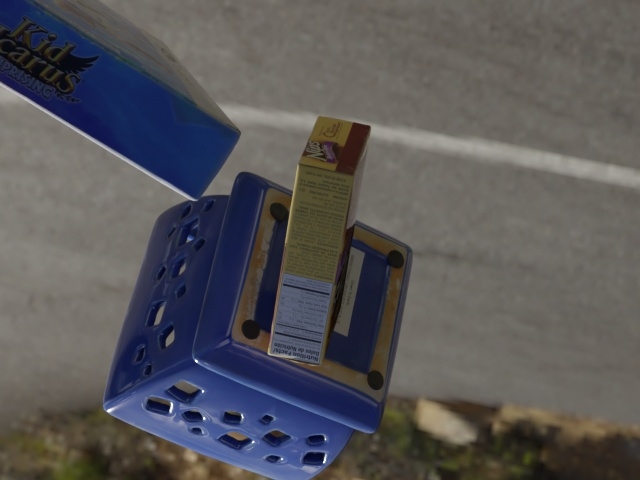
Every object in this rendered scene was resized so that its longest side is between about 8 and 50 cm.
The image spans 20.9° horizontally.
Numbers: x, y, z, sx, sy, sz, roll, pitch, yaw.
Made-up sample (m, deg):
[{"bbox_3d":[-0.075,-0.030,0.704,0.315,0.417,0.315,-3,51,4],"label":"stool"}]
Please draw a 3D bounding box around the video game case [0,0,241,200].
[{"bbox_3d":[-0.201,-0.151,1.174,0.269,0.061,0.244,32,-173,-26],"label":"video game case"}]

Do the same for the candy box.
[{"bbox_3d":[0.000,0.000,1.498,0.053,0.109,0.187,13,118,4],"label":"candy box"}]

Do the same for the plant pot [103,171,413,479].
[{"bbox_3d":[-0.046,0.079,1.695,0.236,0.236,0.212,24,150,-21],"label":"plant pot"}]
